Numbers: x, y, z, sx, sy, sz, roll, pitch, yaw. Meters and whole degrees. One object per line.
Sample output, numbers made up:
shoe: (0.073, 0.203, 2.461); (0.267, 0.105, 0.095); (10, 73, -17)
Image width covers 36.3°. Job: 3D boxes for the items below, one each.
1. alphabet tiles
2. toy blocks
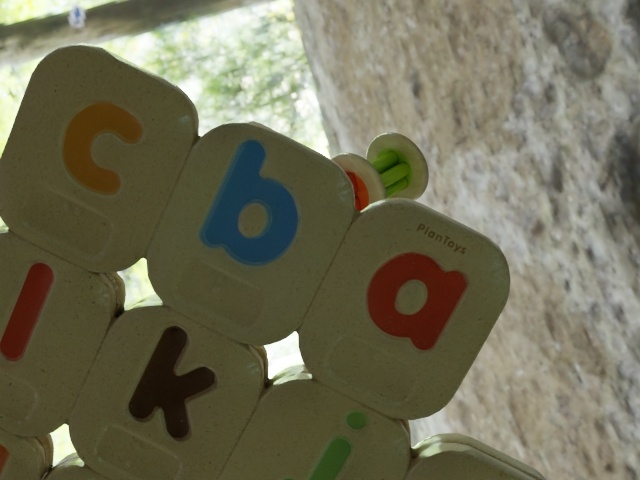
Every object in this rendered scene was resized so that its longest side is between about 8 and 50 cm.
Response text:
alphabet tiles: (-0.069, 0.086, 0.355); (0.278, 0.284, 0.021); (-64, -179, 17)
toy blocks: (0.000, 0.000, 0.661); (0.054, 0.148, 0.123); (39, -45, 19)
